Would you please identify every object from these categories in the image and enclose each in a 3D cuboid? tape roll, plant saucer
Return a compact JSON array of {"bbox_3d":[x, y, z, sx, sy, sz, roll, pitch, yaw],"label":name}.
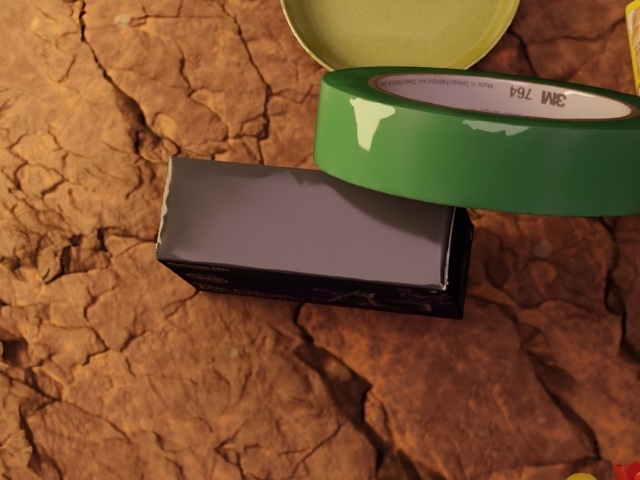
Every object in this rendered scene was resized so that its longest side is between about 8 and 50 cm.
[{"bbox_3d":[0.155,-0.091,1.698,0.321,0.321,0.077,8,103,10],"label":"tape roll"},{"bbox_3d":[0.080,-0.257,1.894,0.241,0.037,0.241,-2,76,8],"label":"plant saucer"}]

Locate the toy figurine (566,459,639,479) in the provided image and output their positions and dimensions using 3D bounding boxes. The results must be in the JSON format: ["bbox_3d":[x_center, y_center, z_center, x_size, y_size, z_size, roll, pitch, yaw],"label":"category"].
[{"bbox_3d":[0.173,0.359,1.664,0.362,0.191,0.217,-23,93,-16],"label":"toy figurine"}]

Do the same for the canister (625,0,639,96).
[{"bbox_3d":[0.353,-0.145,1.812,0.126,0.073,0.170,-7,75,7],"label":"canister"}]

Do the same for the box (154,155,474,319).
[{"bbox_3d":[0.000,0.000,1.773,0.261,0.184,0.103,6,78,10],"label":"box"}]
